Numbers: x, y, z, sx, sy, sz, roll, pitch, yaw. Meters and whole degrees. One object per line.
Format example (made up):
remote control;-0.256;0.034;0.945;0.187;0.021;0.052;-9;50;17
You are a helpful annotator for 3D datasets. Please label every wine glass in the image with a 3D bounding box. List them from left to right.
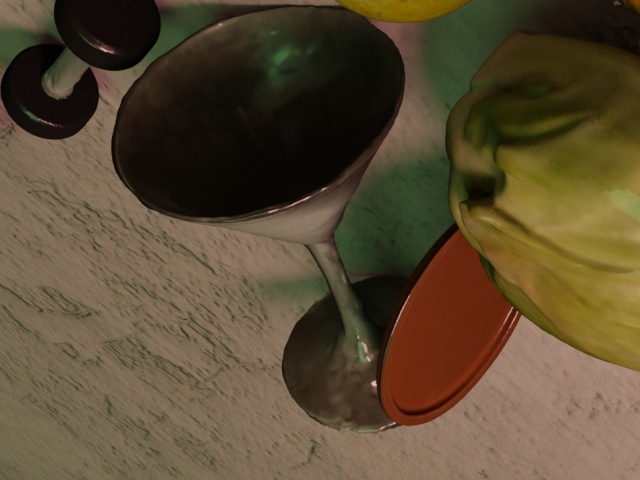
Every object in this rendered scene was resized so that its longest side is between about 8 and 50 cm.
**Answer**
wine glass;0.000;0.000;1.135;0.267;0.267;0.406;6;146;25

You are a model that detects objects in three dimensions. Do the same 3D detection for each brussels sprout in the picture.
brussels sprout;0.261;-0.028;0.925;0.328;0.247;0.328;34;155;18

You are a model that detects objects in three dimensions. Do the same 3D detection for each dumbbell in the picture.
dumbbell;-0.241;-0.182;1.153;0.100;0.100;0.191;36;142;-15

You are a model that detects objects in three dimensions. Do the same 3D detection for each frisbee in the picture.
frisbee;0.137;0.070;1.137;0.021;0.251;0.251;30;151;31

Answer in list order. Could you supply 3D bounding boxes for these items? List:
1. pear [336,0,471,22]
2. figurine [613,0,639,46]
pear;0.041;-0.252;0.833;0.216;0.166;0.180;18;163;-11
figurine;0.271;-0.235;0.804;0.141;0.166;0.250;-143;40;-62
